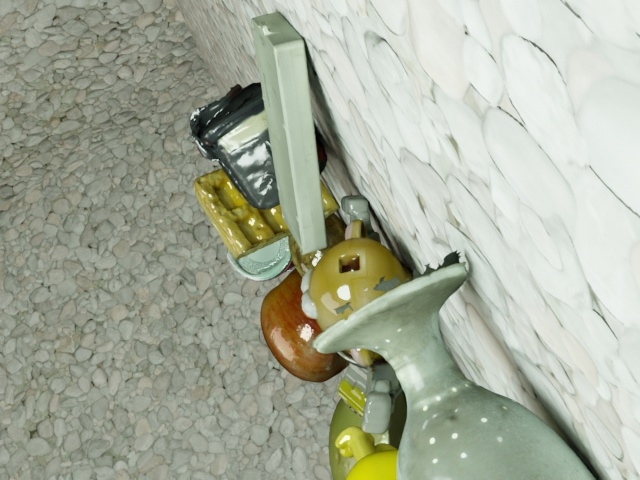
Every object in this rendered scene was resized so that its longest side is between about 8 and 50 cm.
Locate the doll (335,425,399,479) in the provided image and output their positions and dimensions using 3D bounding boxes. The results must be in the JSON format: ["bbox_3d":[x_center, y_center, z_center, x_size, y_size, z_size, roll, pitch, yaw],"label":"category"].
[{"bbox_3d":[0.121,0.346,0.898,0.199,0.145,0.363,31,-170,-24],"label":"doll"}]

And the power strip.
[{"bbox_3d":[-0.038,-0.131,1.061,0.106,0.043,0.367,-121,18,-47],"label":"power strip"}]

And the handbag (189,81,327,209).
[{"bbox_3d":[-0.102,-0.171,1.264,0.181,0.181,0.254,54,179,-19],"label":"handbag"}]

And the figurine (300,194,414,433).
[{"bbox_3d":[0.065,0.103,1.080,0.285,0.167,0.342,76,167,-59],"label":"figurine"}]

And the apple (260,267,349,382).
[{"bbox_3d":[-0.020,0.188,1.904,0.301,0.302,0.301,61,177,6],"label":"apple"}]

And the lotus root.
[{"bbox_3d":[0.000,0.000,1.567,0.138,0.138,0.214,71,-178,-70],"label":"lotus root"}]

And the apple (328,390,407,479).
[{"bbox_3d":[0.167,0.460,1.603,0.312,0.320,0.360,157,107,-63],"label":"apple"}]

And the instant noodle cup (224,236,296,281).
[{"bbox_3d":[-0.124,-0.007,1.872,0.244,0.244,0.255,62,-168,-7],"label":"instant noodle cup"}]

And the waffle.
[{"bbox_3d":[-0.101,-0.079,1.440,0.168,0.274,0.057,56,138,7],"label":"waffle"}]

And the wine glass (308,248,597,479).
[{"bbox_3d":[0.140,0.204,0.704,0.190,0.191,0.357,75,170,-76],"label":"wine glass"}]
